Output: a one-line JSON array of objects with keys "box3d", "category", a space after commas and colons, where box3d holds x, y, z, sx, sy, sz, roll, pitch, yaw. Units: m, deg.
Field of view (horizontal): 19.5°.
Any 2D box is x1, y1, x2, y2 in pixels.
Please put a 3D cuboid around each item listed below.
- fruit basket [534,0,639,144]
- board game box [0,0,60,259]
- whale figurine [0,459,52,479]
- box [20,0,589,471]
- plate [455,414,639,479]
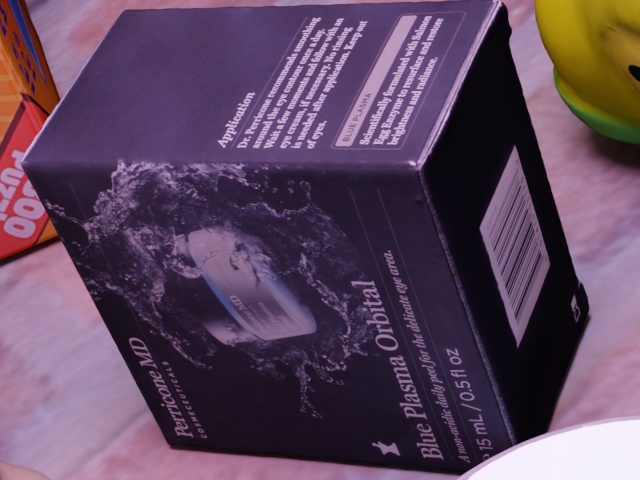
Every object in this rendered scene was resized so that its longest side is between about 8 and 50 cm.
[{"box3d": [0.218, -0.125, 0.643, 0.392, 0.392, 0.283, -15, 37, 8], "category": "fruit basket"}, {"box3d": [-0.364, -0.165, 0.895, 0.356, 0.356, 0.356, -23, 38, -2], "category": "board game box"}, {"box3d": [-0.205, 0.092, 0.705, 0.216, 0.141, 0.272, 21, 20, -9], "category": "whale figurine"}, {"box3d": [0.000, 0.000, 0.689, 0.158, 0.156, 0.093, 2, 44, 27], "category": "box"}, {"box3d": [0.098, 0.131, 0.592, 0.188, 0.024, 0.188, -14, 38, 11], "category": "plate"}]
